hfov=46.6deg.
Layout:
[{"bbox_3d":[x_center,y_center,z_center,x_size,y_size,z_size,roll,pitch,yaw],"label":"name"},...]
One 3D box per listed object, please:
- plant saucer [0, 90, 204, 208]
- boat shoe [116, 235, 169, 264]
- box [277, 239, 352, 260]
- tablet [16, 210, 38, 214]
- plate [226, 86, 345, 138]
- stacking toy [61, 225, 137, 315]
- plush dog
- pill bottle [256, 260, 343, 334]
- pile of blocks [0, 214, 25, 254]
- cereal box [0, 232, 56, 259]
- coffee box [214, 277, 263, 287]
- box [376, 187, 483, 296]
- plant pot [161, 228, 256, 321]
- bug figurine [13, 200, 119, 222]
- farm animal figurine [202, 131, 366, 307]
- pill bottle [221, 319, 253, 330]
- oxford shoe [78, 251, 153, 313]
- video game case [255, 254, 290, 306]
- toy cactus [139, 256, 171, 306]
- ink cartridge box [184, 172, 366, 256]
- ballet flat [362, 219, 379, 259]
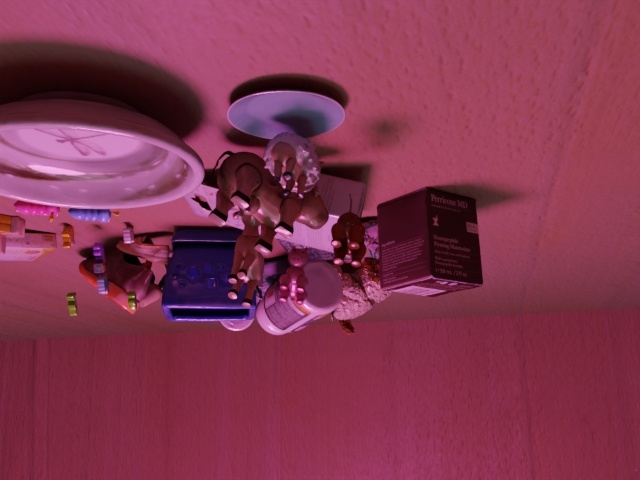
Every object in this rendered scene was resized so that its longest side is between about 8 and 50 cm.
[{"bbox_3d":[-0.387,-0.152,1.198,0.400,0.101,0.400,-1,166,0],"label":"plant saucer"},{"bbox_3d":[-0.456,0.016,1.931,0.170,0.059,0.063,15,-179,26],"label":"boat shoe"},{"bbox_3d":[0.000,0.000,1.898,0.183,0.059,0.233,-1,166,8],"label":"box"},{"bbox_3d":[-0.645,-0.068,1.691,0.083,0.006,0.054,6,163,-29],"label":"tablet"},{"bbox_3d":[-0.054,-0.205,1.175,0.188,0.024,0.188,0,165,0],"label":"plate"},{"bbox_3d":[-0.541,0.071,1.834,0.166,0.221,0.052,-3,-173,-2],"label":"stacking toy"},{"bbox_3d":[0.133,0.154,2.318,0.225,0.211,0.262,-30,159,11],"label":"plush dog"},{"bbox_3d":[-0.067,0.168,2.109,0.162,0.162,0.278,7,155,-29],"label":"pill bottle"},{"bbox_3d":[-0.833,-0.023,1.638,0.362,0.113,0.149,9,162,-36],"label":"pile of blocks"},{"bbox_3d":[-0.814,0.015,1.875,0.240,0.048,0.173,4,166,-41],"label":"cereal box"},{"bbox_3d":[-0.308,0.100,2.182,0.246,0.098,0.141,-10,165,29],"label":"coffee box"},{"bbox_3d":[0.243,0.011,1.675,0.168,0.203,0.167,9,162,-36],"label":"box"},{"bbox_3d":[-0.283,0.090,1.923,0.235,0.212,0.236,2,165,-8],"label":"plant pot"},{"bbox_3d":[-0.507,-0.086,1.500,0.216,0.072,0.279,4,165,-19],"label":"bug figurine"},{"bbox_3d":[-0.080,-0.044,1.361,0.330,0.172,0.327,-18,130,30],"label":"farm animal figurine"},{"bbox_3d":[-0.249,0.207,2.234,0.107,0.108,0.180,0,-179,-4],"label":"pill bottle"},{"bbox_3d":[-0.550,0.091,2.029,0.130,0.133,0.363,45,166,-36],"label":"oxford shoe"},{"bbox_3d":[-0.119,0.139,2.253,0.274,0.026,0.196,-12,119,34],"label":"video game case"},{"bbox_3d":[-0.442,0.127,2.064,0.218,0.180,0.112,30,133,18],"label":"toy cactus"},{"bbox_3d":[-0.101,-0.082,1.603,0.384,0.091,0.308,15,167,4],"label":"ink cartridge box"},{"bbox_3d":[0.145,-0.004,1.896,0.079,0.077,0.221,-23,162,7],"label":"ballet flat"}]
